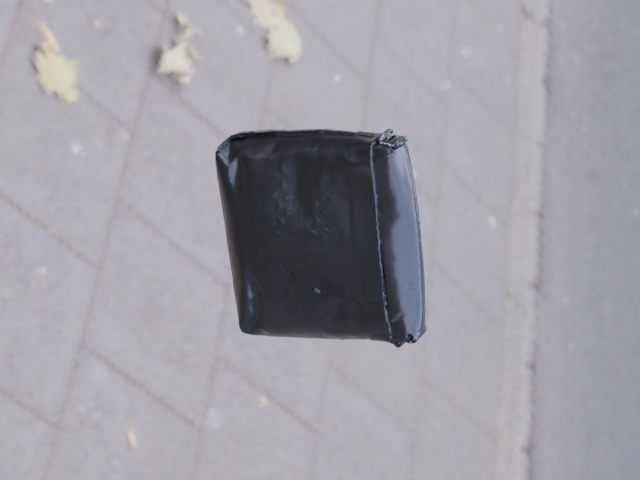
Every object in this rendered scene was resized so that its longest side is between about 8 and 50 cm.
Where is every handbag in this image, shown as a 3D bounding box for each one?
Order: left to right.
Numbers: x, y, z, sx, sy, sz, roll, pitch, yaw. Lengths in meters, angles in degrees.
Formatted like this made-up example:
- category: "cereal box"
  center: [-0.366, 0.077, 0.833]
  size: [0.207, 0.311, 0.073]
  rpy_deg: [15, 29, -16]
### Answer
- category: "handbag"
  center: [0.000, 0.000, 1.663]
  size: [0.080, 0.223, 0.246]
  rpy_deg: [-40, 128, -59]
